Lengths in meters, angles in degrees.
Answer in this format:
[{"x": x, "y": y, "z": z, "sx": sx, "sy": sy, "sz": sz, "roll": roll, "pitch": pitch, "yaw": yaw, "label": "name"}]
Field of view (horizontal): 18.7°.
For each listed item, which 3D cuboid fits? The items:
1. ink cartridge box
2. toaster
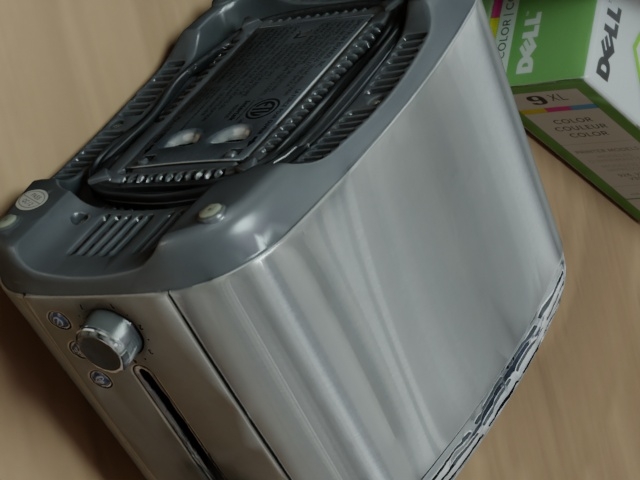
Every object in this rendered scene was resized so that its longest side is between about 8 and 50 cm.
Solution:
[{"x": 0.132, "y": -0.098, "z": 0.899, "sx": 0.209, "sy": 0.062, "sz": 0.109, "roll": 33, "pitch": 63, "yaw": -43, "label": "ink cartridge box"}, {"x": 0.000, "y": 0.000, "z": 0.687, "sx": 0.227, "sy": 0.129, "sz": 0.146, "roll": -52, "pitch": 128, "yaw": -41, "label": "toaster"}]
